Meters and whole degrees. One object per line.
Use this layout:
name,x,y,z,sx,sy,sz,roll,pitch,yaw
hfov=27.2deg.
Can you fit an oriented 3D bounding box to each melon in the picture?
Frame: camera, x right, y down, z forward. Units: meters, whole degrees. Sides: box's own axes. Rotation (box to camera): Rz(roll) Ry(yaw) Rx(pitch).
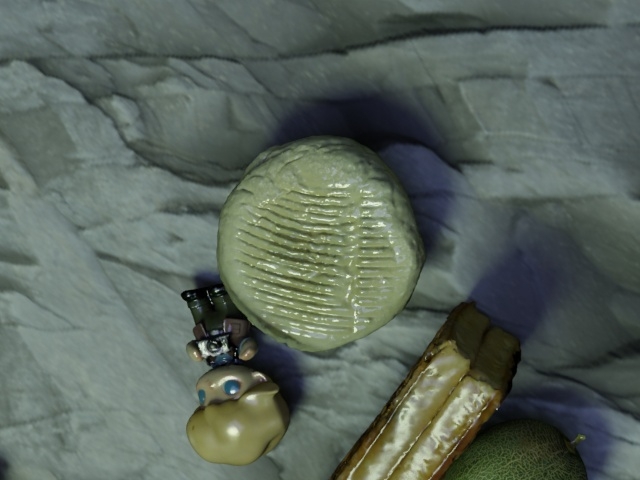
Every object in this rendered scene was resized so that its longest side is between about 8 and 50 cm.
melon,0.200,0.259,1.372,0.192,0.139,0.139,-41,90,12

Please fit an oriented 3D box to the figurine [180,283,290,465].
figurine,-0.098,0.144,1.431,0.114,0.108,0.196,-11,92,9

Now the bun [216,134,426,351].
bun,0.000,0.000,1.366,0.220,0.134,0.221,1,94,13

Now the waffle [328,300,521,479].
waffle,0.082,0.215,1.348,0.091,0.213,0.308,37,106,4
